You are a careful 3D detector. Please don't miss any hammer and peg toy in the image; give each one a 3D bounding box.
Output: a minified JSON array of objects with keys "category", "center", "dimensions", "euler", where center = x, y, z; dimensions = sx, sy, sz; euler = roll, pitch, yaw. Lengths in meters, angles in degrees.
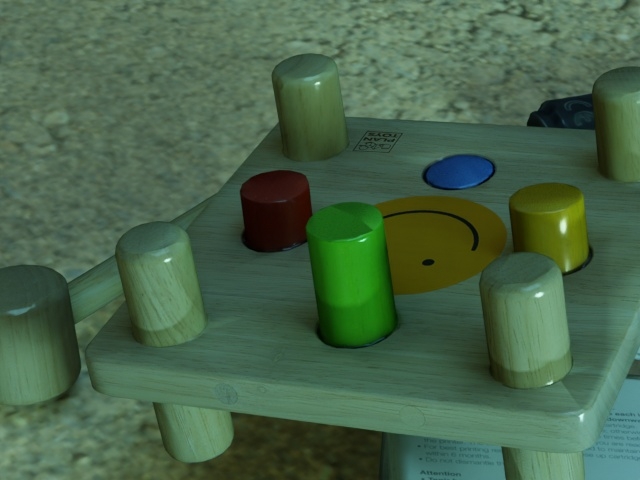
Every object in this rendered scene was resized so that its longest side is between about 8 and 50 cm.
[{"category":"hammer and peg toy","center":[0.000,0.000,0.943],"dimensions":[0.361,0.127,0.266],"euler":[5,33,25]}]

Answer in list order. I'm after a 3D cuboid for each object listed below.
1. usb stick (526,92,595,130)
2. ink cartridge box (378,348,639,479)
[{"category":"usb stick","center":[0.271,-0.080,1.219],"dimensions":[0.278,0.045,0.077],"euler":[-10,50,-20]},{"category":"ink cartridge box","center":[0.193,0.155,0.887],"dimensions":[0.324,0.071,0.330],"euler":[4,29,-3]}]
